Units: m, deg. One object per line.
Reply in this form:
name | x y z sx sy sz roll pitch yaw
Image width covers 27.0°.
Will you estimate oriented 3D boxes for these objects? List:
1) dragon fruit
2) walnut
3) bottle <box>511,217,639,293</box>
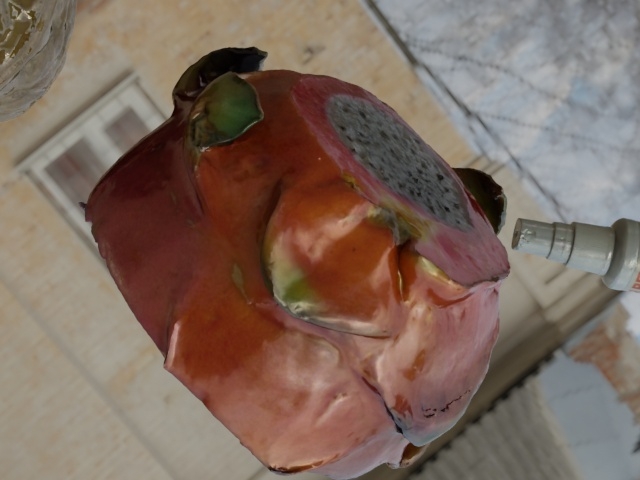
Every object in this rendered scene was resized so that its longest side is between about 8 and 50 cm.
dragon fruit | 0.000 0.000 0.843 0.189 0.290 0.291 -46 -170 15
walnut | -0.312 -0.207 1.146 0.228 0.228 0.228 -36 -167 10
bottle | 0.259 0.014 1.049 0.060 0.217 0.060 -168 -90 -88
